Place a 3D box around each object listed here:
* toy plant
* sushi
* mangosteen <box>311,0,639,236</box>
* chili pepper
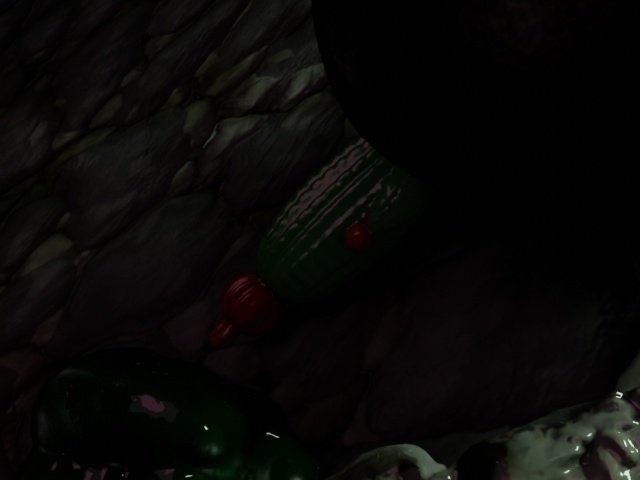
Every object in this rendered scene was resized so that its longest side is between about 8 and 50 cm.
[{"bbox_3d":[0.005,-0.010,0.862,0.240,0.088,0.154,-37,20,24],"label":"toy plant"},{"bbox_3d":[0.108,0.158,0.535,0.332,0.124,0.130,-23,48,20],"label":"sushi"},{"bbox_3d":[0.165,-0.219,0.641,0.382,0.435,0.382,-15,18,5],"label":"mangosteen"},{"bbox_3d":[-0.130,0.162,0.725,0.261,0.174,0.165,-2,74,41],"label":"chili pepper"}]
